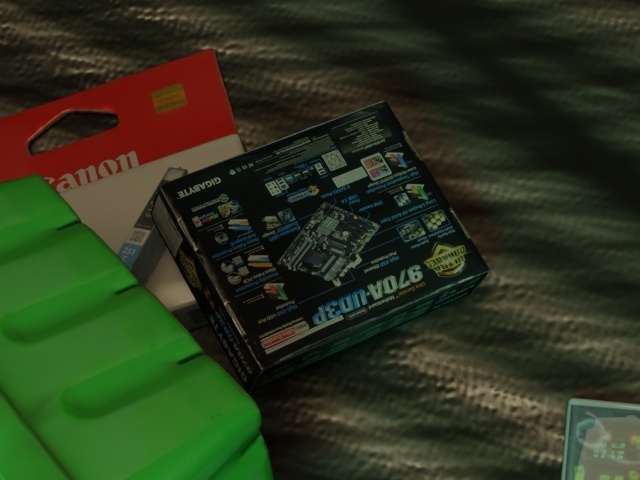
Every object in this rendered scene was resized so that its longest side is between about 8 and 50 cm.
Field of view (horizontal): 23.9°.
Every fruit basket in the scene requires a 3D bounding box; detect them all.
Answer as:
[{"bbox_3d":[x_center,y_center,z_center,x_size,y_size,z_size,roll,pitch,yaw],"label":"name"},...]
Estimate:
[{"bbox_3d":[-0.259,0.157,1.024,0.392,0.283,0.392,-4,48,4],"label":"fruit basket"}]

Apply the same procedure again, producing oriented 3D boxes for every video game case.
[{"bbox_3d":[0.277,0.212,1.152,0.190,0.022,0.173,4,68,11],"label":"video game case"}]

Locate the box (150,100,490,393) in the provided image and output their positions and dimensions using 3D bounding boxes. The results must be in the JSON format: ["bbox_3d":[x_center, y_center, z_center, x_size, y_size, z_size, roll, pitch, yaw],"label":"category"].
[{"bbox_3d":[0.000,0.000,1.219,0.220,0.051,0.175,-23,71,-24],"label":"box"}]

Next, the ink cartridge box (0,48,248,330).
[{"bbox_3d":[-0.202,-0.028,1.309,0.296,0.066,0.261,-19,67,1],"label":"ink cartridge box"}]
